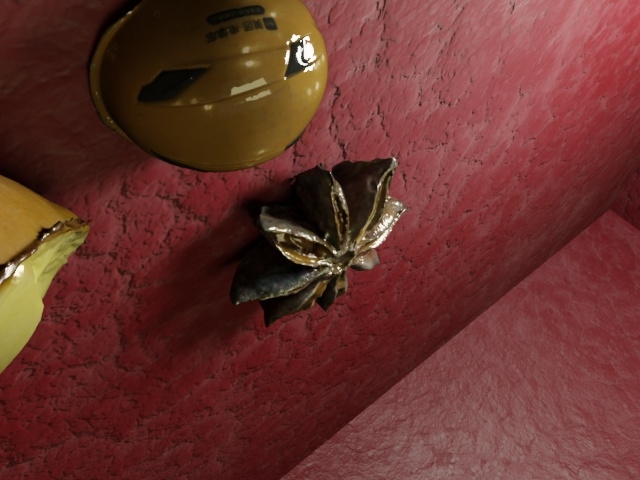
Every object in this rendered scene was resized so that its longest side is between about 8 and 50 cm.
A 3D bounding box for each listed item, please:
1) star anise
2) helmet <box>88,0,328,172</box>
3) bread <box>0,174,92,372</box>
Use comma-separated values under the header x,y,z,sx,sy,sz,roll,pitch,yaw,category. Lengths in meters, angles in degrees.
x,y,z,sx,sy,sz,roll,pitch,yaw,category
-0.002,0.002,0.898,0.331,0.117,0.332,-26,142,-23,star anise
-0.082,-0.143,0.554,0.224,0.130,0.198,-30,147,-26,helmet
-0.295,0.030,0.463,0.204,0.162,0.262,-46,-164,0,bread
